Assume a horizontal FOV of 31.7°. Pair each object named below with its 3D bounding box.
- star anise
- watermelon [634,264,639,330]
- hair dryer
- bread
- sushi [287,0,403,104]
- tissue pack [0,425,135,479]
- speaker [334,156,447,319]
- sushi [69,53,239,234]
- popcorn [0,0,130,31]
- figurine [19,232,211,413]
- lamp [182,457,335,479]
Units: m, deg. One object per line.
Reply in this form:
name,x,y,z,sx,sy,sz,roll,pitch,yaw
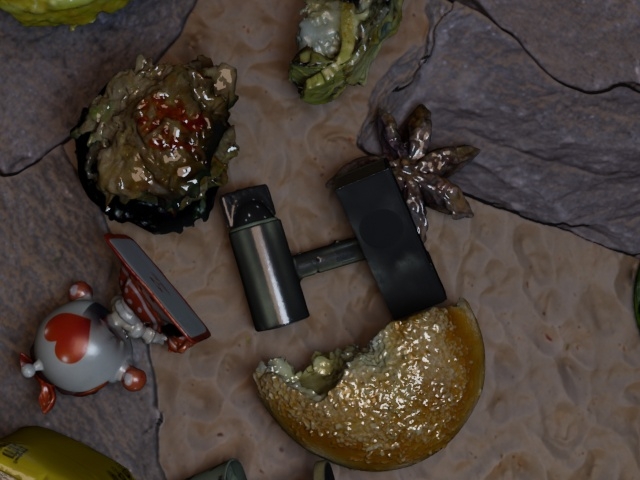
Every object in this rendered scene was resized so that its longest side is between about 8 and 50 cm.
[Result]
star anise,0.131,-0.085,1.572,0.197,0.073,0.212,35,74,-2
watermelon,0.513,0.068,1.602,0.119,0.063,0.245,18,76,-20
hair dryer,0.000,0.000,1.564,0.248,0.078,0.195,-16,90,-18
bread,0.082,0.209,1.491,0.314,0.171,0.192,-17,81,-5
sushi,0.044,-0.314,1.583,0.131,0.139,0.291,22,72,4
tissue pack,-0.342,0.327,1.395,0.192,0.271,0.134,29,86,-1
speaker,0.096,0.000,1.520,0.082,0.044,0.218,-20,116,9
sushi,-0.217,-0.133,1.487,0.225,0.219,0.238,-5,84,-9
popcorn,-0.358,-0.420,1.492,0.282,0.247,0.282,-12,54,17
figurine,-0.296,0.132,1.494,0.226,0.160,0.183,-40,87,1
lamp,-0.089,0.343,1.474,0.214,0.121,0.121,-10,84,11
